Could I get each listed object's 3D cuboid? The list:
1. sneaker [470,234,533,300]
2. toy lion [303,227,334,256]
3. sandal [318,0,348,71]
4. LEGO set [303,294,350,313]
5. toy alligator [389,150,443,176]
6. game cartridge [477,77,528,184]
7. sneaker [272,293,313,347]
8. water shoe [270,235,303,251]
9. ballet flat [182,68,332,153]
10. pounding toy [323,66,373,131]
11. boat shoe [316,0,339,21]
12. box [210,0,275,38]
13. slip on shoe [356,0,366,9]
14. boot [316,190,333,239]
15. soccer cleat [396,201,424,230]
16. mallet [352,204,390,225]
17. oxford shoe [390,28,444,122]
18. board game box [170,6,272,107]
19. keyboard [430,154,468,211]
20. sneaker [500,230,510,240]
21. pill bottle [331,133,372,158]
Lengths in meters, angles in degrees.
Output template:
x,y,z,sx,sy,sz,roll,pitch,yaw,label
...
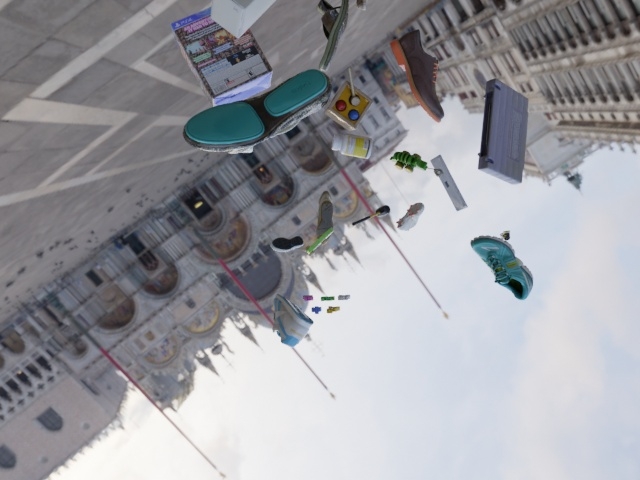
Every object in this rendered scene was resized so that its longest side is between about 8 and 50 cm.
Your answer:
x,y,z,sx,sy,sz,roll,pitch,yaw,label
0.611,0.088,1.558,0.107,0.275,0.110,-39,-168,48,sneaker
0.000,0.000,1.475,0.100,0.034,0.096,-42,177,-25,toy lion
0.036,-0.748,1.639,0.120,0.087,0.302,68,42,-86,sandal
0.025,0.304,2.195,0.228,0.086,0.093,-3,-178,8,LEGO set
0.278,-0.235,1.393,0.190,0.051,0.056,26,-99,40,toy alligator
0.703,-0.410,1.788,0.068,0.230,0.354,-2,-104,51,game cartridge
-0.096,0.213,1.274,0.092,0.088,0.229,-56,-162,-2,sneaker
-0.168,0.029,2.232,0.203,0.072,0.080,-6,156,-46,water shoe
-0.179,-0.368,1.448,0.483,0.163,0.182,-28,165,-12,ballet flat
0.093,-0.447,1.486,0.141,0.130,0.100,-57,-167,0,pounding toy
0.049,-0.977,2.015,0.056,0.152,0.049,-55,-175,-25,boat shoe
-0.167,-0.668,1.221,0.275,0.094,0.113,-56,-175,-26,box
0.178,-1.051,2.046,0.041,0.051,0.135,2,-128,1,slip on shoe
0.021,-0.118,2.236,0.077,0.213,0.165,4,-154,-4,boot
0.416,-0.107,2.096,0.196,0.076,0.068,130,-34,-50,soccer cleat
0.207,-0.098,1.876,0.190,0.039,0.062,-24,179,-40,mallet
0.298,-0.468,1.329,0.099,0.271,0.097,-26,-176,22,oxford shoe
-0.340,-0.640,1.626,0.232,0.290,0.141,-29,180,-11,board game box
0.554,-0.247,2.016,0.014,0.255,0.072,-27,179,-20,keyboard
0.729,-0.014,1.841,0.031,0.035,0.083,-5,164,11,sneaker
0.096,-0.291,1.423,0.065,0.117,0.065,-170,-90,-84,pill bottle
